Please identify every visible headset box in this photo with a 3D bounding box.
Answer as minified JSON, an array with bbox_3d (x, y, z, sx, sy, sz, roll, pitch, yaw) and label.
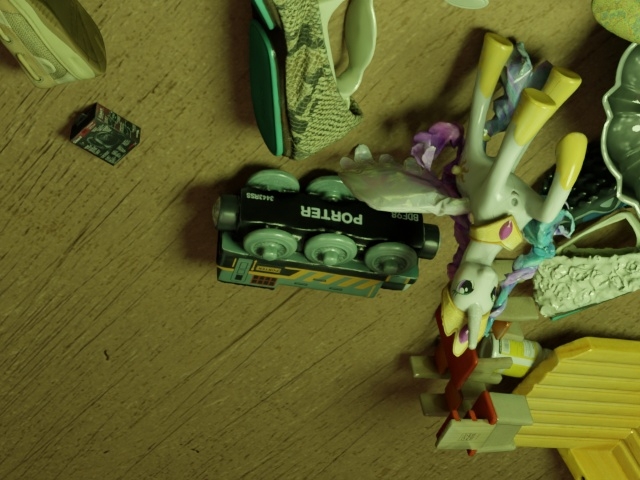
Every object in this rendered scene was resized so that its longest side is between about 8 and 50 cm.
[{"bbox_3d":[-0.298,-0.147,1.998,0.083,0.032,0.062,30,129,-30],"label":"headset box"}]

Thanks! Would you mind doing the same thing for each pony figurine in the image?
[{"bbox_3d":[0.209,-0.074,1.907,0.302,0.351,0.364,12,117,-17],"label":"pony figurine"}]

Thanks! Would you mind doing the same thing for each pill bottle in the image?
[{"bbox_3d":[0.322,0.191,2.373,0.116,0.065,0.065,13,137,-14],"label":"pill bottle"}]

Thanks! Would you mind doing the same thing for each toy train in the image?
[{"bbox_3d":[0.000,0.000,2.107,0.333,0.142,0.190,7,150,-12],"label":"toy train"}]

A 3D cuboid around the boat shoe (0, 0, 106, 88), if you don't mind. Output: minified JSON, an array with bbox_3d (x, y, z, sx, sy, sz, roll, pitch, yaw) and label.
[{"bbox_3d":[-0.387,-0.300,1.756,0.110,0.122,0.341,-18,137,17],"label":"boat shoe"}]

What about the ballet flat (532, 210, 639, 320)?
[{"bbox_3d":[0.479,0.014,2.094,0.408,0.147,0.147,-16,137,30],"label":"ballet flat"}]

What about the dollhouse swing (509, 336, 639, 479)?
[{"bbox_3d":[0.503,0.341,2.379,0.305,0.315,0.347,-7,148,-38],"label":"dollhouse swing"}]

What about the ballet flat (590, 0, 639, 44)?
[{"bbox_3d":[0.494,-0.249,1.702,0.348,0.123,0.123,7,138,-9],"label":"ballet flat"}]

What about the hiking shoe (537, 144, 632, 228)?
[{"bbox_3d":[0.446,-0.080,2.034,0.304,0.113,0.132,-28,131,27],"label":"hiking shoe"}]

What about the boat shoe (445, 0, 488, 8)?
[{"bbox_3d":[0.154,-0.324,1.808,0.125,0.038,0.046,17,154,-18],"label":"boat shoe"}]

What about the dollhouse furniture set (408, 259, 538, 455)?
[{"bbox_3d":[0.221,0.191,2.227,0.135,0.259,0.262,4,138,-20],"label":"dollhouse furniture set"}]

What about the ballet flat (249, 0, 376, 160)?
[{"bbox_3d":[-0.025,-0.290,1.779,0.182,0.164,0.483,-24,144,-7],"label":"ballet flat"}]

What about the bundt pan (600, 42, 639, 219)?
[{"bbox_3d":[0.508,-0.151,1.863,0.330,0.124,0.331,0,99,-1],"label":"bundt pan"}]
